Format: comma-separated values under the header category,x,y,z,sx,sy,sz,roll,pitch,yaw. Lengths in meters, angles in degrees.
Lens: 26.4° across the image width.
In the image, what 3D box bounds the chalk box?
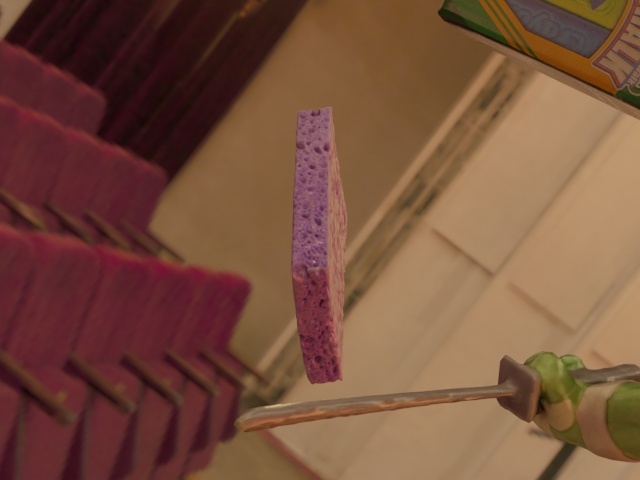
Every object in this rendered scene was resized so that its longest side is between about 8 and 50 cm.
category,x,y,z,sx,sy,sz,roll,pitch,yaw
chalk box,0.209,-0.146,0.853,0.213,0.132,0.132,29,8,24

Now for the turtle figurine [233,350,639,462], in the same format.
category,x,y,z,sx,sy,sz,roll,pitch,yaw
turtle figurine,0.154,-0.012,0.519,0.274,0.198,0.266,10,7,22

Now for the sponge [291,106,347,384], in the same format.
category,x,y,z,sx,sy,sz,roll,pitch,yaw
sponge,0.000,0.000,1.075,0.210,0.031,0.117,-89,173,-51
